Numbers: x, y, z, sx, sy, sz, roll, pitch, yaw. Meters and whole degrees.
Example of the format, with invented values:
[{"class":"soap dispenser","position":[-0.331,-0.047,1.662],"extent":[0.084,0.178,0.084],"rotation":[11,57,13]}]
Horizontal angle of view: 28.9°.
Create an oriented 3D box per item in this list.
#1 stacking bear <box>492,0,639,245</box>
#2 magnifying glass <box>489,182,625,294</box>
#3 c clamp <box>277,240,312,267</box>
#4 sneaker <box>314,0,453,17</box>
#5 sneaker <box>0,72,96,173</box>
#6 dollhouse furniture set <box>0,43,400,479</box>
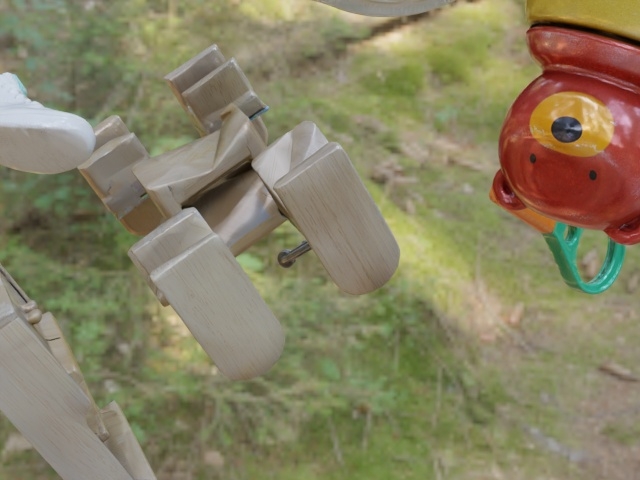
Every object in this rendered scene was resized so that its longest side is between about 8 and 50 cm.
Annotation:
[{"class":"stacking bear","position":[0.195,-0.146,0.771],"extent":[0.175,0.289,0.164],"rotation":[20,4,18]},{"class":"magnifying glass","position":[0.245,-0.011,1.269],"extent":[0.026,0.092,0.231],"rotation":[14,-10,44]},{"class":"c clamp","position":[0.000,0.000,1.526],"extent":[0.137,0.022,0.160],"rotation":[-28,0,29]},{"class":"sneaker","position":[-0.011,-0.342,1.162],"extent":[0.323,0.236,0.130],"rotation":[-2,-28,-26]},{"class":"sneaker","position":[-0.292,-0.118,1.165],"extent":[0.212,0.094,0.080],"rotation":[2,-33,30]},{"class":"dollhouse furniture set","position":[-0.140,0.050,1.244],"extent":[0.394,0.256,0.362],"rotation":[-36,32,-6]}]
